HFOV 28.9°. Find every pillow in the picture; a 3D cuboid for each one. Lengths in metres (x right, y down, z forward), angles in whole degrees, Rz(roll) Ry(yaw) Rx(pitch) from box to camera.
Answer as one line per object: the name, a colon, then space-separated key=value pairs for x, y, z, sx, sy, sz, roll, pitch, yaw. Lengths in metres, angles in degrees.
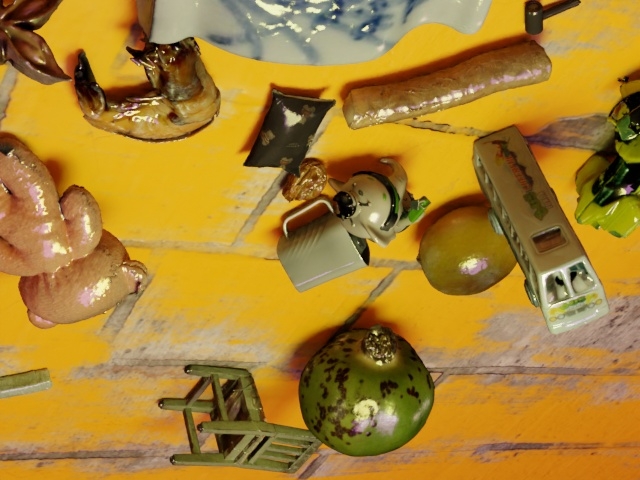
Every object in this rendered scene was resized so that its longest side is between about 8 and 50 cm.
pillow: x=-0.046 y=-0.151 z=1.750 sx=0.090 sy=0.048 sz=0.150 roll=-8 pitch=142 yaw=-32

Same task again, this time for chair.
chair: x=-0.147 y=0.333 z=2.313 sx=0.270 sy=0.147 sz=0.136 roll=9 pitch=136 yaw=-32

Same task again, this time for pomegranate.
pomegranate: x=0.084 y=0.266 z=2.257 sx=0.254 sy=0.254 sz=0.271 roll=-7 pitch=135 yaw=-17

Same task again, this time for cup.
cup: x=0.000 y=0.000 z=1.954 sx=0.129 sy=0.095 sz=0.128 roll=-25 pitch=110 yaw=13

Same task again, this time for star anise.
star anise: x=-0.401 y=-0.198 z=1.469 sx=0.218 sy=0.148 sz=0.227 roll=-39 pitch=-171 yaw=-30

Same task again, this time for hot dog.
hot dog: x=-0.025 y=-0.085 z=1.867 sx=0.058 sy=0.035 sz=0.083 roll=1 pitch=143 yaw=-35

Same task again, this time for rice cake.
rice cake: x=-0.539 y=0.249 z=2.098 sx=0.170 sy=0.033 sz=0.029 roll=-10 pitch=142 yaw=-12

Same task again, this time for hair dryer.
hair dryer: x=0.321 y=-0.317 z=1.714 sx=0.083 sy=0.026 sz=0.047 roll=-20 pitch=148 yaw=-4

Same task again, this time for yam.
yam: x=0.175 y=-0.216 z=1.749 sx=0.299 sy=0.066 sz=0.066 roll=-16 pitch=147 yaw=-4

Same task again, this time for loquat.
loquat: x=0.253 y=0.012 z=2.054 sx=0.195 sy=0.152 sz=0.152 roll=-16 pitch=148 yaw=10

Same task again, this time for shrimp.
shrimp: x=-0.229 y=-0.205 z=1.570 sx=0.178 sy=0.075 sz=0.289 roll=-17 pitch=160 yaw=1

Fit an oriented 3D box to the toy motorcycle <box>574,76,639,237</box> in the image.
toy motorcycle: x=0.512 y=-0.143 z=1.958 sx=0.206 sy=0.142 sz=0.342 roll=-1 pitch=141 yaw=-24

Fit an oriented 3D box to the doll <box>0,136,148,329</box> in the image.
doll: x=-0.378 y=-0.024 z=1.722 sx=0.201 sy=0.156 sz=0.303 roll=-19 pitch=119 yaw=15

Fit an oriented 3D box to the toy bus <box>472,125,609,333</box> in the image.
toy bus: x=0.325 y=-0.023 z=1.867 sx=0.109 sy=0.330 sz=0.136 roll=-21 pitch=137 yaw=2

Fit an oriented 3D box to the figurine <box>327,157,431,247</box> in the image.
figurine: x=0.085 y=-0.054 z=1.883 sx=0.192 sy=0.147 sz=0.126 roll=-2 pitch=131 yaw=-56

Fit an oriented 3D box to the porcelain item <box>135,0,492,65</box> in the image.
porcelain item: x=-0.002 y=-0.318 z=1.408 sx=0.405 sy=0.179 sz=0.243 roll=-7 pitch=145 yaw=-19
